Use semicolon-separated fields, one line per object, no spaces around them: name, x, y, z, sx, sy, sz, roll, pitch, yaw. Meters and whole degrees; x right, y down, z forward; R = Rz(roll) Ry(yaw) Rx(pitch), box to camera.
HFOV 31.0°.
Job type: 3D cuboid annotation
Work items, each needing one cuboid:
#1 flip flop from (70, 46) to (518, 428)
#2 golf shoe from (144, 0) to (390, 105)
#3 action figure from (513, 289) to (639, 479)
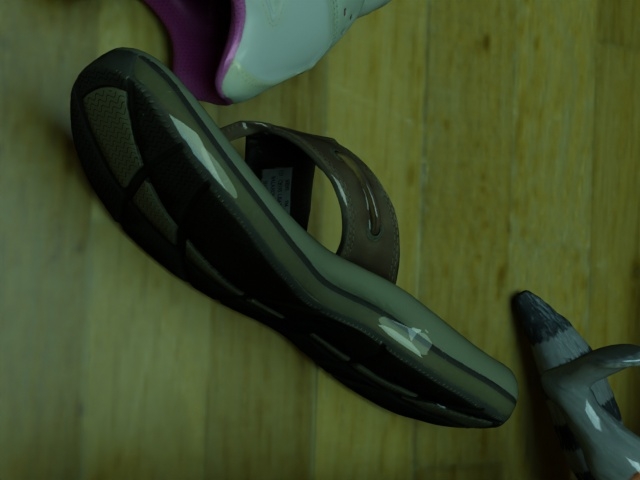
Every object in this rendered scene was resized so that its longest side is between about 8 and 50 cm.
flip flop;0.000;0.000;0.537;0.277;0.112;0.080;37;69;-28
golf shoe;-0.086;-0.190;0.488;0.306;0.115;0.140;47;71;-20
action figure;0.226;0.178;0.676;0.341;0.179;0.330;-27;111;-58
